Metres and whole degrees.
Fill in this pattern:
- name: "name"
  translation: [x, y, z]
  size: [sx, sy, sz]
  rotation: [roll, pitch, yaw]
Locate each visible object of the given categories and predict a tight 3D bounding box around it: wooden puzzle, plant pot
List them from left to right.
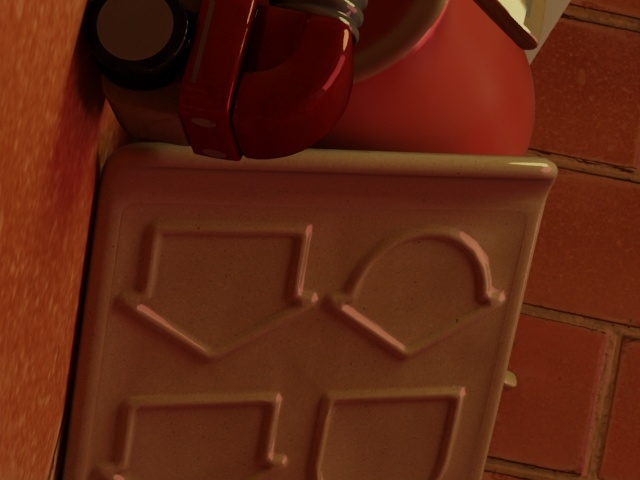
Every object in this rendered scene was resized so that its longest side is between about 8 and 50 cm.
- name: "wooden puzzle"
  translation: [-0.020, 0.084, 1.149]
  size: [0.080, 0.322, 0.348]
  rotation: [-128, -136, -55]
- name: "plant pot"
  translation: [0.011, -0.142, 1.177]
  size: [0.243, 0.274, 0.275]
  rotation: [65, 36, -69]

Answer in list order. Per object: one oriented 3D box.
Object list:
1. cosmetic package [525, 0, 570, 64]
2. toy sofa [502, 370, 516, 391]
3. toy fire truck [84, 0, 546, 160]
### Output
- name: "cosmetic package"
  translation: [0.116, -0.208, 2.017]
  size: [0.453, 0.161, 0.230]
  rotation: [-59, -157, 31]
- name: "toy sofa"
  translation: [0.069, -0.009, 1.630]
  size: [0.150, 0.177, 0.363]
  rotation: [25, 52, -45]
- name: "toy fire truck"
  translation: [0.010, -0.145, 0.967]
  size: [0.158, 0.246, 0.217]
  rotation: [82, 20, -75]
